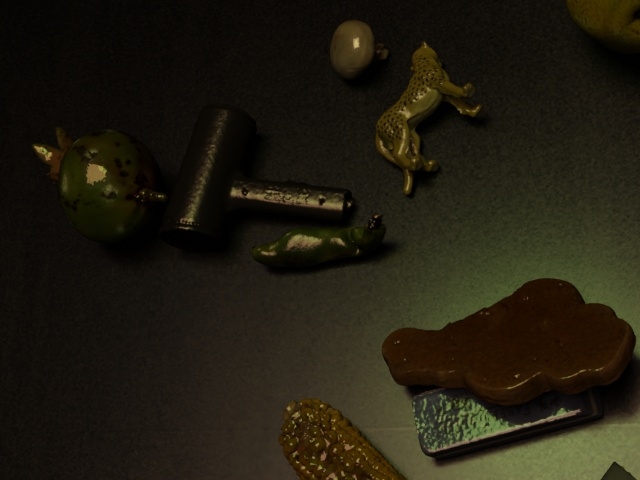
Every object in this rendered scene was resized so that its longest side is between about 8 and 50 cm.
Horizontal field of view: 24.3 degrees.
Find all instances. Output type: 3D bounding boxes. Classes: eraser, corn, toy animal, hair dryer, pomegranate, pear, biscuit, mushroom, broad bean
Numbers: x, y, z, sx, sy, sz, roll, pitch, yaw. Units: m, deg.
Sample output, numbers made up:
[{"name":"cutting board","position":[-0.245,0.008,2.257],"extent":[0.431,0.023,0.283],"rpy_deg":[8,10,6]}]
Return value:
[{"name":"eraser","position":[0.227,0.203,1.815],"extent":[0.225,0.036,0.082],"rpy_deg":[-17,62,13]},{"name":"corn","position":[0.065,0.308,1.799],"extent":[0.320,0.097,0.097],"rpy_deg":[41,86,27]},{"name":"toy animal","position":[0.127,-0.166,1.992],"extent":[0.136,0.073,0.181],"rpy_deg":[40,98,36]},{"name":"hair dryer","position":[-0.076,-0.069,2.020],"extent":[0.251,0.089,0.197],"rpy_deg":[11,70,13]},{"name":"pomegranate","position":[-0.302,-0.090,2.067],"extent":[0.156,0.156,0.220],"rpy_deg":[-40,40,0]},{"name":"pear","position":[0.409,-0.328,1.893],"extent":[0.198,0.198,0.198],"rpy_deg":[-7,67,17]},{"name":"biscuit","position":[0.225,0.128,1.812],"extent":[0.319,0.047,0.183],"rpy_deg":[-12,37,19]},{"name":"mushroom","position":[0.055,-0.263,2.055],"extent":[0.079,0.085,0.085],"rpy_deg":[1,61,-27]},{"name":"broad bean","position":[0.006,0.005,1.965],"extent":[0.195,0.061,0.046],"rpy_deg":[-15,42,25]}]

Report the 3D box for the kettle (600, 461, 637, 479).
[{"name":"kettle","position":[0.298,0.374,1.669],"extent":[0.243,0.160,0.210],"rpy_deg":[-49,42,2]}]
